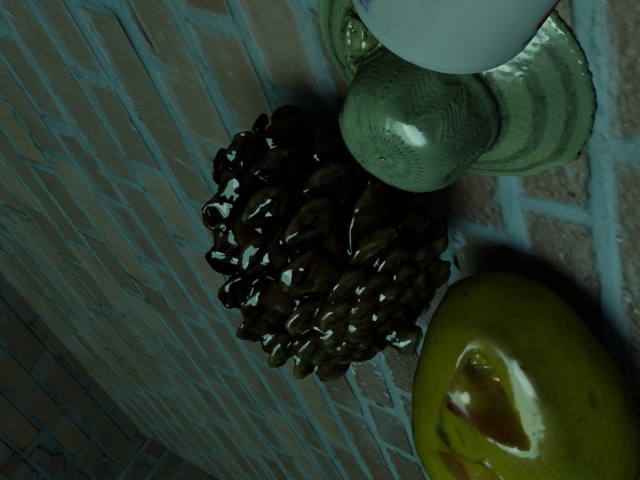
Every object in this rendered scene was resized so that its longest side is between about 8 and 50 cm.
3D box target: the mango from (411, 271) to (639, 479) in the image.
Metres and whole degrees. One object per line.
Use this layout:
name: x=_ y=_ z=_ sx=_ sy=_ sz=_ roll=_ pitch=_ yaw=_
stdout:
mango: x=0.205 y=0.170 z=0.975 sx=0.253 sy=0.182 sz=0.365 roll=22 pitch=141 yaw=36

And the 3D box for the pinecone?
pinecone: x=0.000 y=0.000 z=0.876 sx=0.272 sy=0.224 sz=0.224 roll=54 pitch=163 yaw=23

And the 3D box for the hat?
hat: x=0.073 y=-0.099 z=0.729 sx=0.252 sy=0.110 sz=0.252 roll=30 pitch=155 yaw=16

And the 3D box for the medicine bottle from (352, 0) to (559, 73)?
medicine bottle: x=0.109 y=-0.218 z=0.437 sx=0.130 sy=0.130 sz=0.341 roll=36 pitch=156 yaw=4
